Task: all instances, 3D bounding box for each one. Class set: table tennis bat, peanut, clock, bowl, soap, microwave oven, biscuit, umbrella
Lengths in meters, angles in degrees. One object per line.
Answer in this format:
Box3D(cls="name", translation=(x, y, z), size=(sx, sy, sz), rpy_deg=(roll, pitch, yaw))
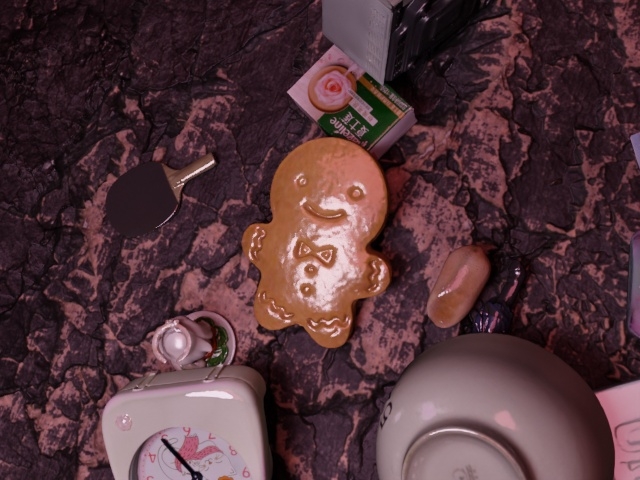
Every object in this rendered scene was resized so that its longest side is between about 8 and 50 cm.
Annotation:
Box3D(cls="table tennis bat", translation=(-0.308, -0.101, 1.347), size=(0.246, 0.022, 0.138), rpy_deg=(-29, 74, 8))
Box3D(cls="peanut", translation=(0.228, 0.075, 1.154), size=(0.076, 0.076, 0.152), rpy_deg=(28, 85, 17))
Box3D(cls="clock", translation=(-0.200, 0.374, 1.145), size=(0.265, 0.108, 0.324), rpy_deg=(-8, 100, 10))
Box3D(cls="bowl", translation=(0.225, 0.321, 0.995), size=(0.353, 0.185, 0.354), rpy_deg=(2, 95, 26))
Box3D(cls="soap", translation=(0.498, 0.337, 1.027), size=(0.159, 0.087, 0.266), rpy_deg=(-18, 76, 11))
Box3D(cls="microwave oven", translation=(0.168, -0.438, 1.158), size=(0.295, 0.237, 0.181), rpy_deg=(-41, 72, -15))
Box3D(cls="biscuit", translation=(-0.001, 0.000, 1.195), size=(0.275, 0.052, 0.355), rpy_deg=(18, 99, 16))
Box3D(cls="umbrella", translation=(0.276, 0.148, 1.130), size=(0.071, 0.071, 0.248), rpy_deg=(30, 86, 17))

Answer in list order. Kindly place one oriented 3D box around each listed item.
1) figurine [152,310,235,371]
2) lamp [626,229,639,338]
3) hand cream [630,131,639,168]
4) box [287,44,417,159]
Box3D(cls="figurine", translation=(-0.228, 0.180, 1.201), size=(0.132, 0.153, 0.132), rpy_deg=(-3, 77, 12))
Box3D(cls="lamp", translation=(0.597, 0.059, 0.981), size=(0.301, 0.247, 0.247), rpy_deg=(3, 77, 22))
Box3D(cls="hand cream", translation=(0.645, -0.164, 1.108), size=(0.271, 0.058, 0.091), rpy_deg=(-14, 73, 16))
Box3D(cls="box", translation=(0.057, -0.240, 1.254), size=(0.135, 0.081, 0.199), rpy_deg=(-45, 71, 2))
